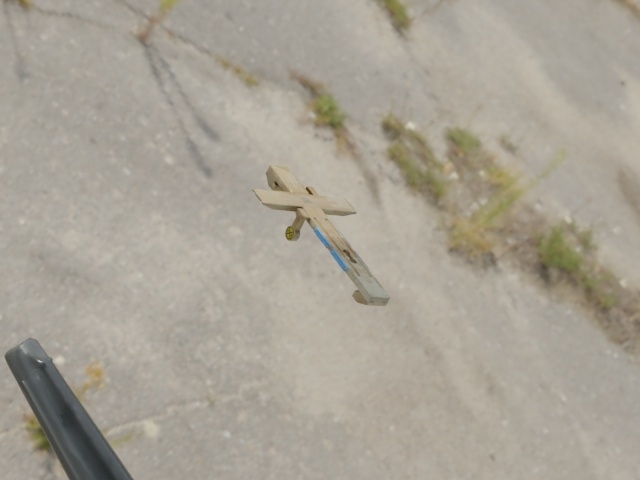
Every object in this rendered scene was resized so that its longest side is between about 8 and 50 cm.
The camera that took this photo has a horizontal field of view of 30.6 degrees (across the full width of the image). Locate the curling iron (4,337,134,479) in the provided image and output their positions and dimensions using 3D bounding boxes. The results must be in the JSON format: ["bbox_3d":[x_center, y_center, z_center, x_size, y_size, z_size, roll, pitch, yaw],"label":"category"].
[{"bbox_3d":[-0.073,0.166,0.555,0.274,0.035,0.068,61,-9,4],"label":"curling iron"}]

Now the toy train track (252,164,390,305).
[{"bbox_3d":[0.000,0.000,0.455,0.048,0.014,0.083,5,35,-39],"label":"toy train track"}]
